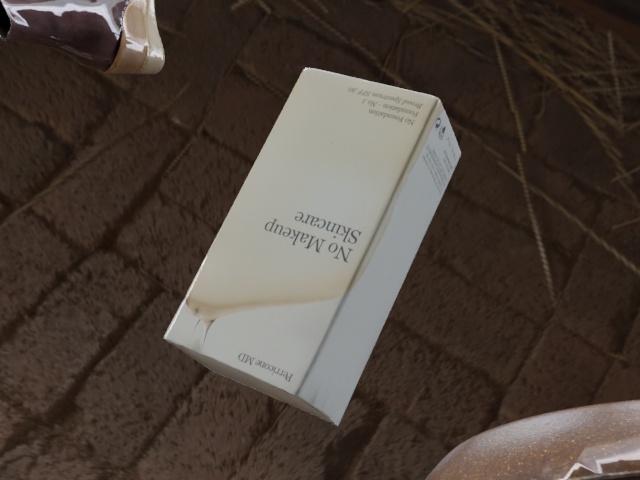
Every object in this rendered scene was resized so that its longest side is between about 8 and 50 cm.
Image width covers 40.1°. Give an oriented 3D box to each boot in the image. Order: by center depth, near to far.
[{"bbox_3d":[-0.316,-0.313,1.116,0.206,0.090,0.248,9,42,-37],"label":"boot"}]

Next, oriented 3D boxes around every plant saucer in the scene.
[{"bbox_3d":[0.131,0.107,0.391,0.198,0.199,0.036,-1,63,-6],"label":"plant saucer"}]

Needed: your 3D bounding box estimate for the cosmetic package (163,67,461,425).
[{"bbox_3d":[0.000,0.000,0.855,0.160,0.113,0.310,17,72,27],"label":"cosmetic package"}]
